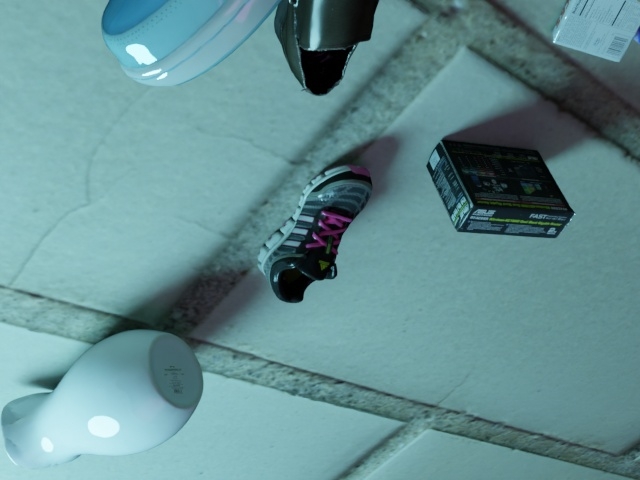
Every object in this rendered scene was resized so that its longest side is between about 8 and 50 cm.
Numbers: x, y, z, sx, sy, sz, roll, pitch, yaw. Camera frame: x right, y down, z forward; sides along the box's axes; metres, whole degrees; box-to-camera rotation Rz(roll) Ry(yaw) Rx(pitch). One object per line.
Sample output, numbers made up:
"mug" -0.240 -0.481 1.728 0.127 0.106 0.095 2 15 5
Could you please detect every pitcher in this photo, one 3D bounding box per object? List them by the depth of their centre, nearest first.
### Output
"pitcher" -0.215 0.177 0.972 0.207 0.126 0.177 -28 162 27

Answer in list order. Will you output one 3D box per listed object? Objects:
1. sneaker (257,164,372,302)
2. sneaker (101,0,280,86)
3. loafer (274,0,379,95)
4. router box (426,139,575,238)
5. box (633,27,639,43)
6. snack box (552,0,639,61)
"sneaker" 0.000 0.000 0.870 0.063 0.075 0.170 17 129 -36
"sneaker" -0.076 -0.242 0.453 0.208 0.127 0.319 21 116 -40
"loafer" 0.016 -0.173 0.620 0.080 0.078 0.220 -11 163 -9
"router box" 0.175 -0.050 0.868 0.122 0.092 0.038 3 136 -24
"box" 0.340 -0.219 0.790 0.136 0.028 0.081 -11 140 -6
"snack box" 0.257 -0.232 0.727 0.064 0.022 0.178 16 134 -3
